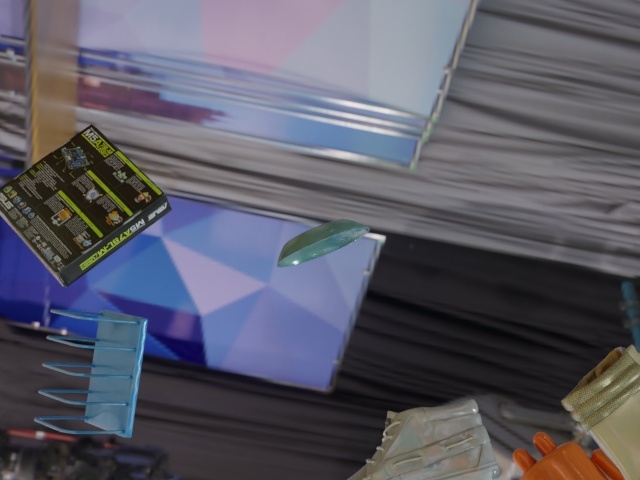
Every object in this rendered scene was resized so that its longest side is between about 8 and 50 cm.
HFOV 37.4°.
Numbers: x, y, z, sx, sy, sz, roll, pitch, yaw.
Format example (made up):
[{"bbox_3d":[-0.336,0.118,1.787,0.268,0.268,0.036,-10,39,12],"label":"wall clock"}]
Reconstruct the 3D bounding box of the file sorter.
[{"bbox_3d":[-0.333,0.186,1.358,0.118,0.104,0.170,5,-95,47],"label":"file sorter"}]

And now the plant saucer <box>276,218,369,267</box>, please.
[{"bbox_3d":[0.000,0.000,1.129,0.119,0.119,0.021,117,-48,-76],"label":"plant saucer"}]

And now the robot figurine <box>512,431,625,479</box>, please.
[{"bbox_3d":[0.393,0.401,1.466,0.219,0.158,0.128,52,-37,27],"label":"robot figurine"}]

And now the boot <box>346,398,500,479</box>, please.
[{"bbox_3d":[0.101,0.291,1.266,0.095,0.258,0.123,52,24,-75],"label":"boot"}]

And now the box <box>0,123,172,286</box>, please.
[{"bbox_3d":[-0.336,-0.053,1.320,0.184,0.190,0.045,-38,149,-19],"label":"box"}]

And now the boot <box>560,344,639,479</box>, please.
[{"bbox_3d":[0.402,0.198,1.055,0.203,0.262,0.095,54,-36,17],"label":"boot"}]
